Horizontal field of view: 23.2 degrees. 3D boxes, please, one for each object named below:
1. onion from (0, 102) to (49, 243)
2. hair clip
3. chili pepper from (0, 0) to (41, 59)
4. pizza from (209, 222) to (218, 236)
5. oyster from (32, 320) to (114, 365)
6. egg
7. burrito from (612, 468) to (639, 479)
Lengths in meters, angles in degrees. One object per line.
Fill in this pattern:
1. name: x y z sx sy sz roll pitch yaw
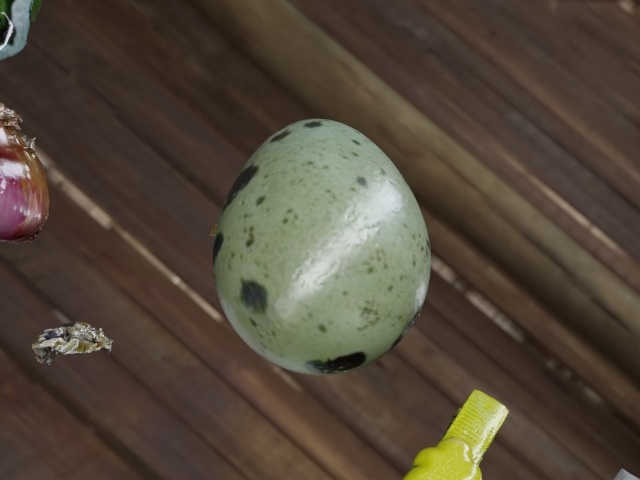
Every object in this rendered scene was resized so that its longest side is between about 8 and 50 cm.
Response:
1. onion: -0.418 -0.092 1.860 0.163 0.230 0.230 -65 166 19
2. hair clip: 0.135 0.216 1.528 0.173 0.072 0.046 -46 160 -48
3. chili pepper: -0.201 -0.193 0.899 0.099 0.136 0.270 -43 -163 5
4. pizza: -0.054 -0.037 1.607 0.175 0.046 0.134 -44 -161 37
5. oyster: -0.319 0.130 2.017 0.103 0.051 0.148 -6 170 -8
6. egg: 0.000 0.000 1.271 0.177 0.177 0.228 119 -27 -55
7. burrito: 0.316 0.276 1.348 0.064 0.203 0.064 -38 158 -18
